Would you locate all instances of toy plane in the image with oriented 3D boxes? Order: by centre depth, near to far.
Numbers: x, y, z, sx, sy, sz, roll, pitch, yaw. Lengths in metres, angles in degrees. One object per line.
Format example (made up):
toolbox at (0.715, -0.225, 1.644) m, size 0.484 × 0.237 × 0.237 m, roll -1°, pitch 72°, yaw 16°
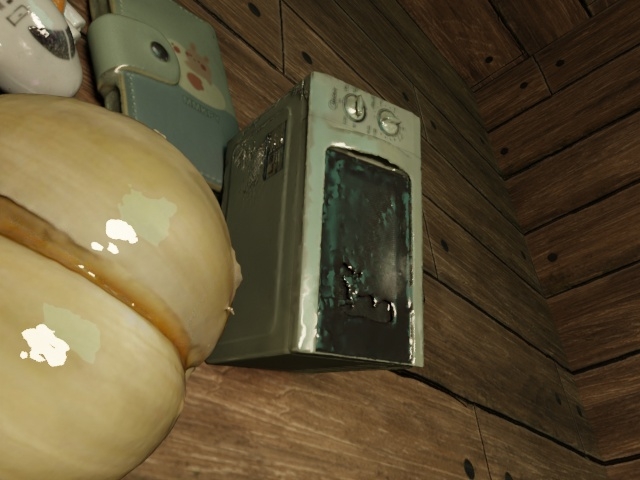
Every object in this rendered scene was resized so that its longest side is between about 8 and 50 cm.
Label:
toy plane at (-0.340, -0.248, 0.568) m, size 0.245 × 0.117 × 0.244 m, roll 38°, pitch 35°, yaw -33°

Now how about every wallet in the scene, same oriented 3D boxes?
wallet at (-0.205, -0.212, 0.778) m, size 0.252 × 0.083 × 0.360 m, roll 21°, pitch 46°, yaw -55°

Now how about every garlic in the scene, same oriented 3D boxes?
garlic at (-0.209, 0.037, 0.460) m, size 0.286 × 0.249 × 0.313 m, roll -43°, pitch 114°, yaw -19°

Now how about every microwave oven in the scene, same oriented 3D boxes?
microwave oven at (0.000, 0.000, 0.662) m, size 0.181 × 0.237 × 0.295 m, roll 13°, pitch 69°, yaw -31°

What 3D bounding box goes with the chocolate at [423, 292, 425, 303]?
chocolate at (0.030, 0.072, 0.863) m, size 0.177 × 0.206 × 0.224 m, roll 109°, pitch -25°, yaw -71°
